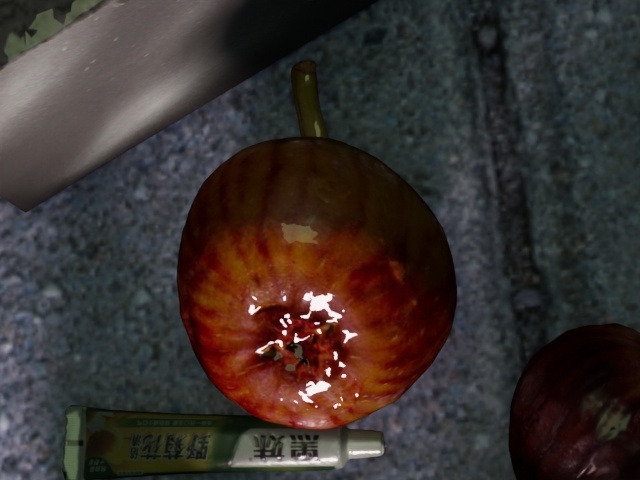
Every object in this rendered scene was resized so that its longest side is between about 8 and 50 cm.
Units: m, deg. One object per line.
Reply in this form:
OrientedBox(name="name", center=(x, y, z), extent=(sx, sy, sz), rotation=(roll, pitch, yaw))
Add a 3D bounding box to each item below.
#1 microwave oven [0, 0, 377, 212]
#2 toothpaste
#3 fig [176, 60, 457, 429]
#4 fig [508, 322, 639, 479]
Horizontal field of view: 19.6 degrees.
OrientedBox(name="microwave oven", center=(-0.192, -0.288, 1.134), extent=(0.374, 0.236, 0.432), rotation=(-32, 77, 2))
OrientedBox(name="toothpaste", center=(-0.061, 0.126, 1.144), extent=(0.204, 0.031, 0.049), rotation=(-1, 79, 11))
OrientedBox(name="fig", center=(0.001, 0.008, 1.110), extent=(0.175, 0.207, 0.175), rotation=(2, 116, 5))
OrientedBox(name="fig", center=(0.154, 0.110, 1.072), extent=(0.150, 0.128, 0.128), rotation=(-6, 79, 12))
